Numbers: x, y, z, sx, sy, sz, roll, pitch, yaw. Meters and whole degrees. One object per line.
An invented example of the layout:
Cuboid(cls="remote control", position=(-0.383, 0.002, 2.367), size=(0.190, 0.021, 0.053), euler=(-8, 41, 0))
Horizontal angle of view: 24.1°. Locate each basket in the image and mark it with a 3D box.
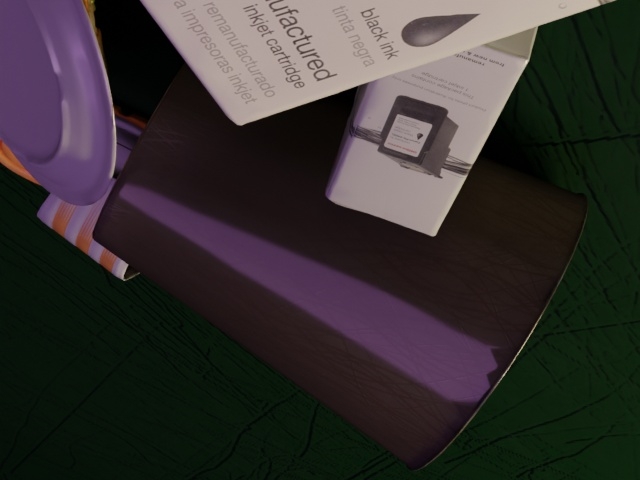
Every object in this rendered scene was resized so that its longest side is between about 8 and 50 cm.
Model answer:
Cuboid(cls="basket", position=(0.000, 0.000, 0.847), size=(0.227, 0.154, 0.204), euler=(29, 131, -3))

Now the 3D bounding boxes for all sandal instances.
Cuboid(cls="sandal", position=(-0.096, -0.010, 0.950), size=(0.265, 0.076, 0.102), euler=(23, 147, 0))

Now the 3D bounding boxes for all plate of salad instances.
Cuboid(cls="plate of salad", position=(-0.157, -0.114, 0.814), size=(0.200, 0.048, 0.199), euler=(40, 145, 36))

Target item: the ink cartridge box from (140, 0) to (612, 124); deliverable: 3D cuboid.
Cuboid(cls="ink cartridge box", position=(0.050, -0.173, 0.497), size=(0.273, 0.114, 0.198), euler=(-17, 143, 16))

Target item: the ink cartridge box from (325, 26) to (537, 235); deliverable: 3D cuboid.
Cuboid(cls="ink cartridge box", position=(0.058, -0.089, 0.717), size=(0.063, 0.109, 0.150), euler=(19, 147, -2))
